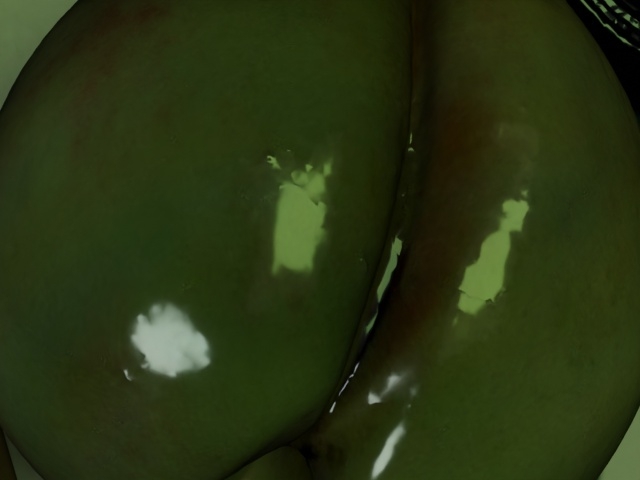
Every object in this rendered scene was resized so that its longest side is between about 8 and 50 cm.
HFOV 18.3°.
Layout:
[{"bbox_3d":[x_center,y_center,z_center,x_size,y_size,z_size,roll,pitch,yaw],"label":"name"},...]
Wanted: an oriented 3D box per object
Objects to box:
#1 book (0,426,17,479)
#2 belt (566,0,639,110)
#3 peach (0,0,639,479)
[{"bbox_3d":[-0.200,0.117,0.792,0.172,0.012,0.118,-2,49,-26],"label":"book"},{"bbox_3d":[0.154,-0.166,1.021,0.151,0.078,0.198,-40,95,-26],"label":"belt"},{"bbox_3d":[-0.001,-0.001,0.823,0.292,0.247,0.292,8,50,-10],"label":"peach"}]
